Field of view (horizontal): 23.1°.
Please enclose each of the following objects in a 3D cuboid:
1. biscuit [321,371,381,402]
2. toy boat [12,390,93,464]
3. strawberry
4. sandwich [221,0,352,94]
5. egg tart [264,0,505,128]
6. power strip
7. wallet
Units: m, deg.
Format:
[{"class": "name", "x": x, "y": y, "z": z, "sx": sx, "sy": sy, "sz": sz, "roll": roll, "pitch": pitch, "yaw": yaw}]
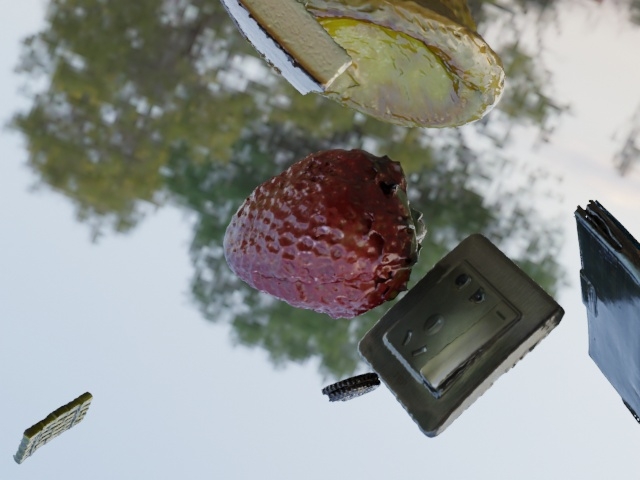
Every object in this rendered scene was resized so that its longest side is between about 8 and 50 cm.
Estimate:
[{"class": "biscuit", "x": 0.040, "y": 0.201, "z": 2.127, "sx": 0.089, "sy": 0.027, "sz": 0.087, "roll": -16, "pitch": 169, "yaw": -23}, {"class": "toy boat", "x": -0.334, "y": 0.234, "z": 1.958, "sx": 0.016, "sy": 0.063, "sz": 0.115, "roll": 43, "pitch": -135, "yaw": 14}, {"class": "strawberry", "x": 0.000, "y": 0.000, "z": 2.221, "sx": 0.288, "sy": 0.250, "sz": 0.238, "roll": -5, "pitch": -142, "yaw": 11}, {"class": "sandwich", "x": -0.059, "y": -0.240, "z": 1.668, "sx": 0.193, "sy": 0.058, "sz": 0.162, "roll": 47, "pitch": 174, "yaw": -10}, {"class": "egg tart", "x": 0.076, "y": -0.251, "z": 1.857, "sx": 0.319, "sy": 0.128, "sz": 0.319, "roll": 17, "pitch": 161, "yaw": 6}, {"class": "power strip", "x": 0.202, "y": 0.139, "z": 2.207, "sx": 0.092, "sy": 0.257, "sz": 0.251, "roll": 46, "pitch": -178, "yaw": -30}, {"class": "wallet", "x": 0.387, "y": 0.101, "z": 1.991, "sx": 0.044, "sy": 0.317, "sz": 0.169, "roll": -25, "pitch": -131, "yaw": -9}]
